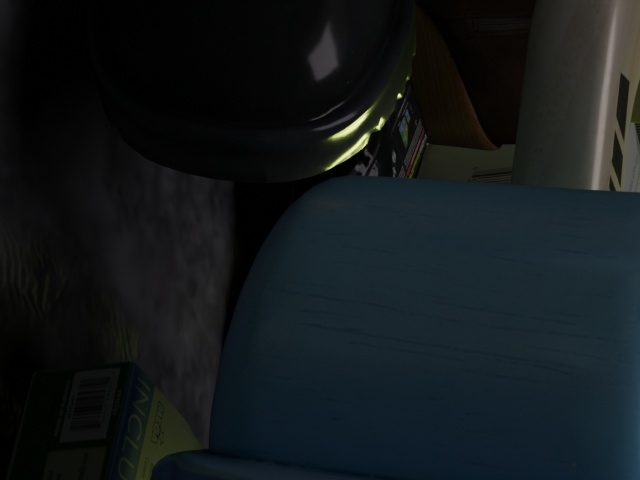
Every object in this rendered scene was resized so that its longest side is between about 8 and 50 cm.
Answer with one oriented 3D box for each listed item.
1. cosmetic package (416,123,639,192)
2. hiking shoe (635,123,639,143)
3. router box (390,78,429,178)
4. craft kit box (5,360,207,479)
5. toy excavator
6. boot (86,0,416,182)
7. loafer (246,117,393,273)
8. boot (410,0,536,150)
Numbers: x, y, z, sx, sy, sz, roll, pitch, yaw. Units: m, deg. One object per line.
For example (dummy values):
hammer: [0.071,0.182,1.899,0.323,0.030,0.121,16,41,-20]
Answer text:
cosmetic package: [0.173,0.131,1.174,0.217,0.156,0.385,-63,141,-53]
hiking shoe: [0.246,-0.016,1.274,0.086,0.114,0.227,-17,105,-38]
router box: [0.025,-0.066,1.018,0.122,0.038,0.092,-67,143,-50]
craft kit box: [-0.066,0.218,0.702,0.246,0.061,0.250,54,37,-46]
toy excavator: [0.091,0.028,0.671,0.433,0.222,0.445,10,86,-68]
boot: [-0.030,-0.300,0.662,0.367,0.146,0.445,-84,175,-47]
loafer: [0.000,0.000,0.901,0.078,0.076,0.223,50,44,-61]
boot: [0.123,-0.184,1.066,0.090,0.207,0.248,-35,116,-65]
